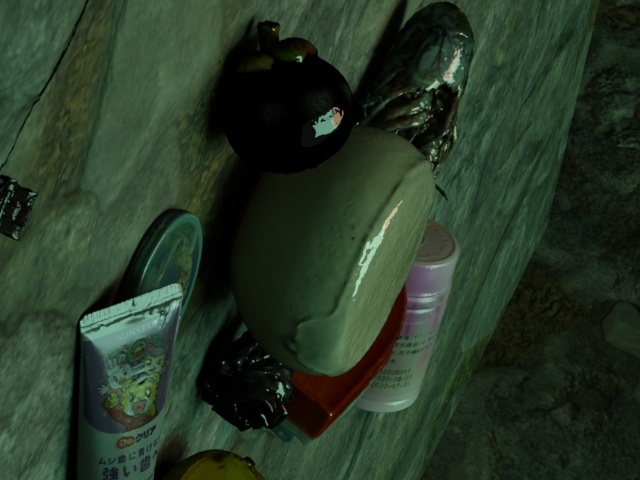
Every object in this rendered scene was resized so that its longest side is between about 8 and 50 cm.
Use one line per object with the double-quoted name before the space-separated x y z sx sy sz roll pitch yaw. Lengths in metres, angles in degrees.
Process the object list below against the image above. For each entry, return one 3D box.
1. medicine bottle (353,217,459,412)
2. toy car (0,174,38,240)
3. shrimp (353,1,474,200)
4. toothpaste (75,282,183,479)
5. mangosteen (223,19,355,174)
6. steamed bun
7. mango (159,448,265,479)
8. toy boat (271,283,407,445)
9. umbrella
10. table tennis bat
"medicine bottle" 0.096 0.099 2.612 0.152 0.152 0.254 -47 155 -57
"toy car" -0.232 -0.025 1.355 0.093 0.025 0.041 48 63 -79
"shrimp" 0.086 -0.130 2.293 0.172 0.137 0.372 26 76 -41
"toothpaste" -0.189 0.174 1.756 0.114 0.073 0.299 -19 135 -34
"mangosteen" -0.035 -0.140 1.794 0.137 0.137 0.151 -39 114 -65
"steamed bun" 0.000 0.000 1.998 0.283 0.177 0.283 -59 165 -26
"mango" -0.152 0.342 2.057 0.262 0.130 0.167 -44 158 -48
"toy boat" 0.011 0.133 2.376 0.133 0.145 0.332 -48 -178 43
"umbrella" -0.038 0.098 2.160 0.272 0.110 0.122 -58 160 -35
"table tennis bat" -0.163 0.082 1.797 0.149 0.038 0.237 -36 143 -65
